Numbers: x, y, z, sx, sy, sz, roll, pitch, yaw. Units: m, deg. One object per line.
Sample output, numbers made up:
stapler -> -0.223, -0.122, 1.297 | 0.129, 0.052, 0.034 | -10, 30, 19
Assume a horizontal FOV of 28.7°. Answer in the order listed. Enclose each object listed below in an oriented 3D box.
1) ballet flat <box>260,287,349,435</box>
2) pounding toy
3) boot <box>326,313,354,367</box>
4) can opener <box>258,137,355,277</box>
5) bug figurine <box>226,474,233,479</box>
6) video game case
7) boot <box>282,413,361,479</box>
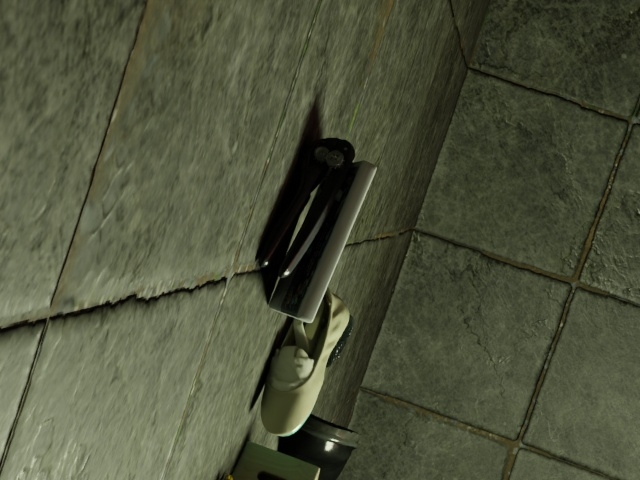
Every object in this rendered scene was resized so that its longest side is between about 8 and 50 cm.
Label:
ballet flat -> -0.029, 0.155, 1.735 | 0.086, 0.086, 0.248 | 101, 9, -46
pounding toy -> -0.058, 0.364, 1.742 | 0.130, 0.141, 0.100 | 99, 13, -52
boot -> 0.035, 0.174, 2.313 | 0.121, 0.045, 0.099 | -66, 172, 19
can opener -> -0.012, -0.038, 1.385 | 0.073, 0.059, 0.186 | 97, 14, -61
bug figurine -> -0.140, 0.430, 1.579 | 0.279, 0.072, 0.216 | -50, 158, -69
video game case -> 0.000, 0.000, 1.459 | 0.190, 0.022, 0.173 | -67, -168, -4
boot -> -0.031, 0.442, 2.177 | 0.348, 0.131, 0.260 | 86, 24, -73
